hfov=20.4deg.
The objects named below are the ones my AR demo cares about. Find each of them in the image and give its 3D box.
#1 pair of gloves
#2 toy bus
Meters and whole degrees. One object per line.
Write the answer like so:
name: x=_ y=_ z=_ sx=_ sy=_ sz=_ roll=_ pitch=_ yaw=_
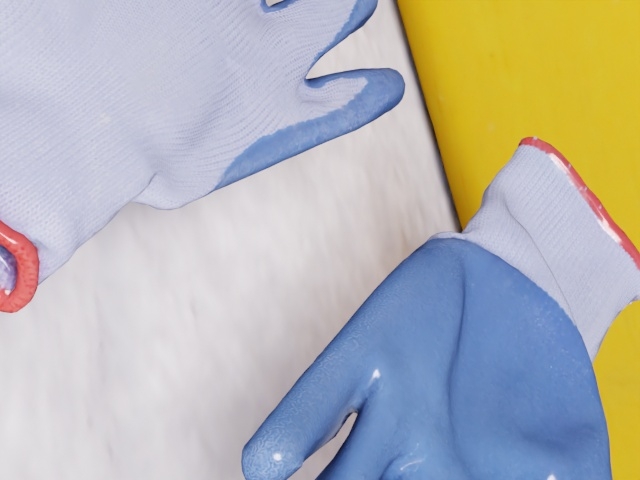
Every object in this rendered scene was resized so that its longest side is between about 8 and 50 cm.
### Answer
pair of gloves: x=0.000 y=0.000 z=0.359 sx=0.198 sy=0.023 sz=0.159 roll=50 pitch=41 yaw=-9
toy bus: x=0.105 y=-0.035 z=0.548 sx=0.130 sy=0.108 sz=0.332 roll=-44 pitch=121 yaw=-58
